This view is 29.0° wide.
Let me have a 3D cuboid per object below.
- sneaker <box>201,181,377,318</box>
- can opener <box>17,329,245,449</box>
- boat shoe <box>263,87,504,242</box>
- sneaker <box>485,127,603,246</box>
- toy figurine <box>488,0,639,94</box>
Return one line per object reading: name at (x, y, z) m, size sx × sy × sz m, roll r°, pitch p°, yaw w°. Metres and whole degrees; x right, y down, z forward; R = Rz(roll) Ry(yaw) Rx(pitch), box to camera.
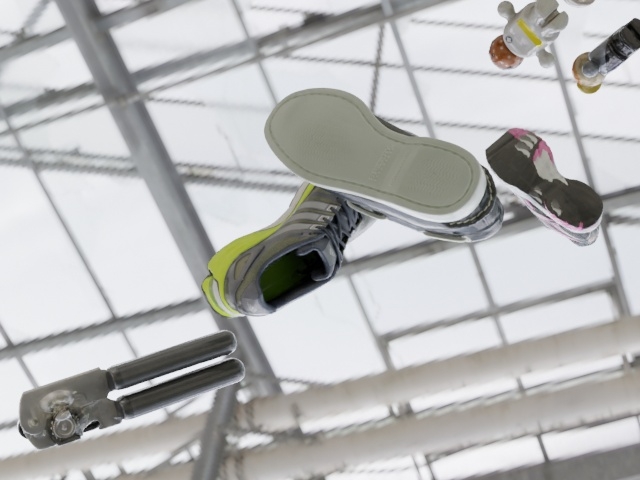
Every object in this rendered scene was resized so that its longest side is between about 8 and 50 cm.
sneaker at (0.000, 0.000, 1.520) m, size 0.300 × 0.111 × 0.121 m, roll -42°, pitch -151°, yaw -17°
can opener at (-0.239, 0.182, 1.540) m, size 0.283 × 0.076 × 0.095 m, roll -17°, pitch -177°, yaw -18°
boat shoe at (0.062, -0.075, 1.322) m, size 0.302 × 0.091 × 0.114 m, roll 33°, pitch -97°, yaw 40°
sneaker at (0.255, -0.053, 1.424) m, size 0.072 × 0.077 × 0.178 m, roll -31°, pitch -127°, yaw -6°
toy figurine at (0.318, -0.313, 1.644) m, size 0.213 × 0.209 × 0.148 m, roll 6°, pitch 160°, yaw -23°
